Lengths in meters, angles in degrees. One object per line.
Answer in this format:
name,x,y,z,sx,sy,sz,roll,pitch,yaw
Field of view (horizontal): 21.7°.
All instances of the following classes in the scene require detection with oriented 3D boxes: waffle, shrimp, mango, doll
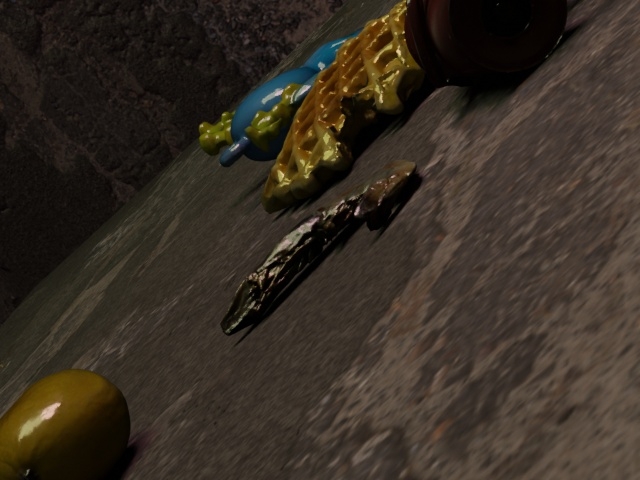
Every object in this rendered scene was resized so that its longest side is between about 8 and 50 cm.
waffle,0.030,-0.142,1.684,0.250,0.056,0.261,-27,33,57
shrimp,0.002,0.003,1.276,0.195,0.035,0.148,-44,11,-10
mango,-0.219,0.168,1.307,0.137,0.091,0.237,-42,1,-25
doll,0.004,-0.176,1.995,0.341,0.099,0.346,-34,8,-25

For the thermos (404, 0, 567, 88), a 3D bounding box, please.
thermos,0.129,-0.179,1.375,0.124,0.099,0.232,-13,4,-7
